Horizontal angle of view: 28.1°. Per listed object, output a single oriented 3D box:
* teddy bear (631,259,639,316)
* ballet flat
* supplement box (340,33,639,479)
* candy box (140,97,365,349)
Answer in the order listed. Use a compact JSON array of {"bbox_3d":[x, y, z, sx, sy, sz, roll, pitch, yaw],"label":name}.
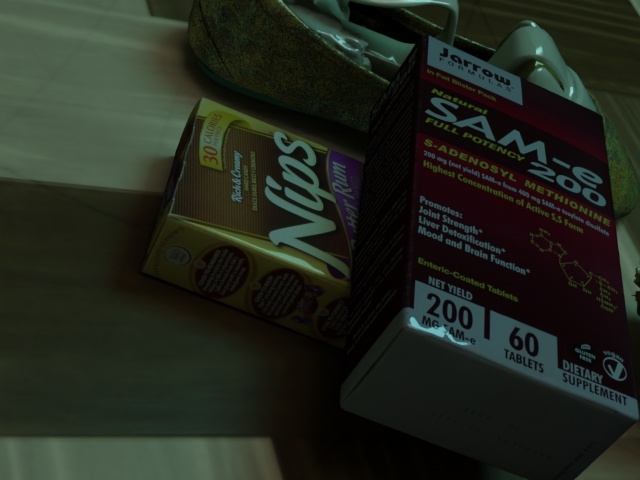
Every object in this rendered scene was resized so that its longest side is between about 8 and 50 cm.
[{"bbox_3d":[0.343,0.098,0.761,0.338,0.113,0.245,18,14,-17],"label":"teddy bear"},{"bbox_3d":[0.087,-0.110,0.851,0.349,0.123,0.123,19,41,-15],"label":"ballet flat"},{"bbox_3d":[0.090,0.003,0.692,0.130,0.073,0.239,22,41,-14],"label":"supplement box"},{"bbox_3d":[0.000,0.000,0.733,0.187,0.053,0.109,20,42,-11],"label":"candy box"}]
